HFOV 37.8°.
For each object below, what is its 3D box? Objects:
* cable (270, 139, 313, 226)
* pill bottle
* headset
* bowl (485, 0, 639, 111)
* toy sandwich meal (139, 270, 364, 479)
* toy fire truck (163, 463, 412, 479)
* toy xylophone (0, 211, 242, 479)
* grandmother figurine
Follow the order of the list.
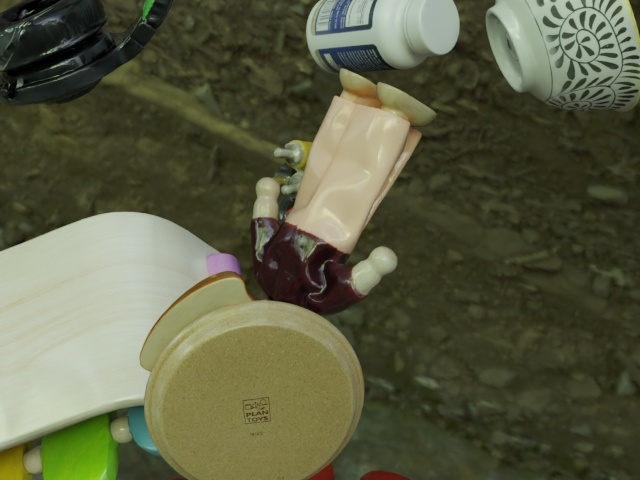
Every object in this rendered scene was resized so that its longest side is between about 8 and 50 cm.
[{"bbox_3d":[0.028,-0.080,1.170,0.072,0.287,0.139,15,116,36],"label":"cable"},{"bbox_3d":[0.072,-0.243,1.077,0.169,0.094,0.094,7,156,46],"label":"pill bottle"},{"bbox_3d":[-0.294,-0.198,0.826,0.243,0.394,0.185,38,-163,-24],"label":"headset"},{"bbox_3d":[0.188,-0.171,0.774,0.080,0.170,0.170,-23,153,1],"label":"bowl"},{"bbox_3d":[-0.026,0.052,0.333,0.086,0.085,0.029,29,-167,-19],"label":"toy sandwich meal"},{"bbox_3d":[-0.006,0.290,0.708,0.302,0.169,0.254,27,-164,-14],"label":"toy fire truck"},{"bbox_3d":[-0.187,0.110,0.481,0.323,0.236,0.081,-14,143,13],"label":"toy xylophone"},{"bbox_3d":[0.000,0.000,0.979,0.104,0.342,0.208,25,-176,-38],"label":"grandmother figurine"}]
